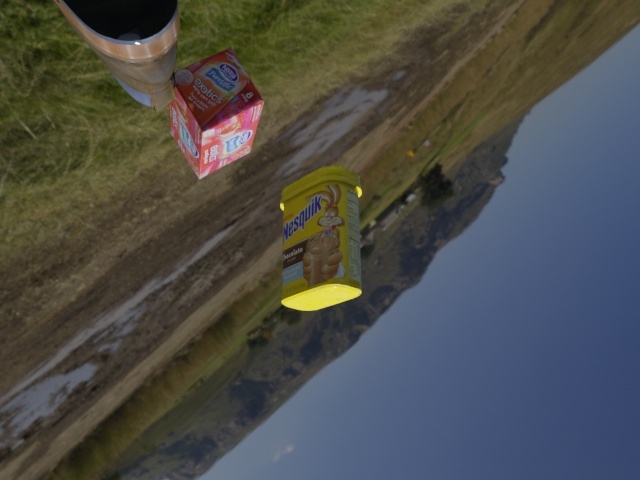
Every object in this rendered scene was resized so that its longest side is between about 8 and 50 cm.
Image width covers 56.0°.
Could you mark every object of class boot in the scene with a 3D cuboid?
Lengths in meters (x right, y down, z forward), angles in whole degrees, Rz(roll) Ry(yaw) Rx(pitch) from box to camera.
[{"bbox_3d":[-0.165,-0.184,0.401,0.082,0.219,0.106,-32,169,-14],"label":"boot"}]

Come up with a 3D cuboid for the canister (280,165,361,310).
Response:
[{"bbox_3d":[0.000,0.000,0.823,0.073,0.170,0.126,20,149,-39],"label":"canister"}]

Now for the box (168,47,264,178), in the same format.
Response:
[{"bbox_3d":[-0.203,-0.231,1.140,0.128,0.123,0.257,-31,176,-18],"label":"box"}]
